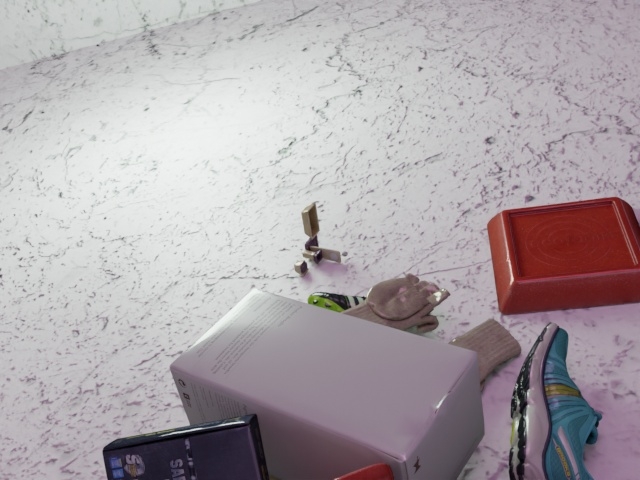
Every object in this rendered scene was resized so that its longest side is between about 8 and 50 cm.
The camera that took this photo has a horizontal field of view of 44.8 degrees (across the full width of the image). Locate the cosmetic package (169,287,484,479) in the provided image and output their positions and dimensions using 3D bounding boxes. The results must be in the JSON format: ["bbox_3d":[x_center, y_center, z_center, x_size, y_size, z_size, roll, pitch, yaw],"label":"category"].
[{"bbox_3d":[0.007,0.209,1.017,0.365,0.155,0.197,15,40,34],"label":"cosmetic package"}]

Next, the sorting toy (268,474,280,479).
[{"bbox_3d":[0.014,0.286,1.081,0.348,0.047,0.196,15,45,35],"label":"sorting toy"}]

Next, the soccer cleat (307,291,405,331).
[{"bbox_3d":[0.064,0.118,1.292,0.179,0.060,0.072,14,34,25],"label":"soccer cleat"}]

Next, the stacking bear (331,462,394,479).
[{"bbox_3d":[0.043,0.404,0.773,0.164,0.175,0.289,-9,56,-32],"label":"stacking bear"}]

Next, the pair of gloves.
[{"bbox_3d":[0.158,0.152,1.185,0.204,0.042,0.240,-32,55,-31],"label":"pair of gloves"}]

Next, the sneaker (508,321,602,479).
[{"bbox_3d":[0.313,0.230,1.031,0.110,0.107,0.275,13,45,5],"label":"sneaker"}]

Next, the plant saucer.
[{"bbox_3d":[0.420,0.011,1.312,0.258,0.047,0.259,-7,35,11],"label":"plant saucer"}]

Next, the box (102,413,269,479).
[{"bbox_3d":[-0.145,0.338,0.923,0.183,0.232,0.059,-11,-1,4],"label":"box"}]

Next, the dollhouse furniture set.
[{"bbox_3d":[0.000,0.000,1.424,0.081,0.114,0.091,12,41,26],"label":"dollhouse furniture set"}]
